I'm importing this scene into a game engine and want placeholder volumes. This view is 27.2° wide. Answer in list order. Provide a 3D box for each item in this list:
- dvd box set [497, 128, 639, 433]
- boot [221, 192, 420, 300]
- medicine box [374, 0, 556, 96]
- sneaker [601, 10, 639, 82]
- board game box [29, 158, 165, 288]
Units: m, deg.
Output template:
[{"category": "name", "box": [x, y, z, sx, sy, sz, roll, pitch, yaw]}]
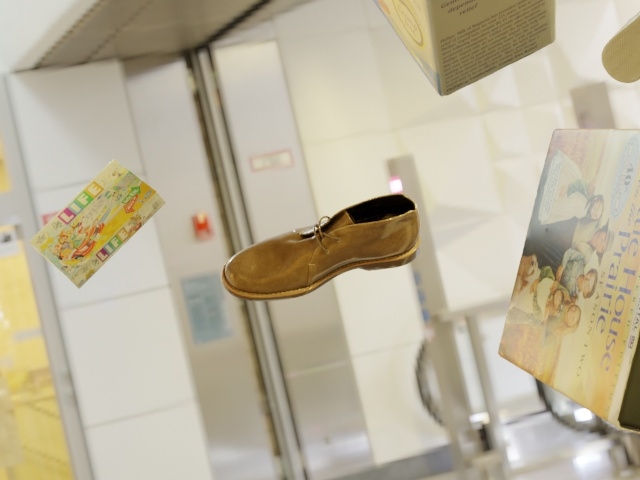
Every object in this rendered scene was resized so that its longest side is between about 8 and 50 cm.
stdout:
[{"category": "dvd box set", "box": [0.317, 0.027, 1.486, 0.062, 0.307, 0.420, 13, 4, -9]}, {"category": "boot", "box": [0.000, 0.000, 1.925, 0.305, 0.112, 0.115, -16, -33, -11]}, {"category": "medicine box", "box": [0.115, -0.346, 1.375, 0.149, 0.263, 0.289, -28, -29, -4]}, {"category": "sneaker", "box": [0.551, -0.354, 1.934, 0.169, 0.108, 0.292, -39, 3, -41]}, {"category": "board game box", "box": [-0.284, -0.023, 1.679, 0.154, 0.026, 0.103, -46, 49, -11]}]
